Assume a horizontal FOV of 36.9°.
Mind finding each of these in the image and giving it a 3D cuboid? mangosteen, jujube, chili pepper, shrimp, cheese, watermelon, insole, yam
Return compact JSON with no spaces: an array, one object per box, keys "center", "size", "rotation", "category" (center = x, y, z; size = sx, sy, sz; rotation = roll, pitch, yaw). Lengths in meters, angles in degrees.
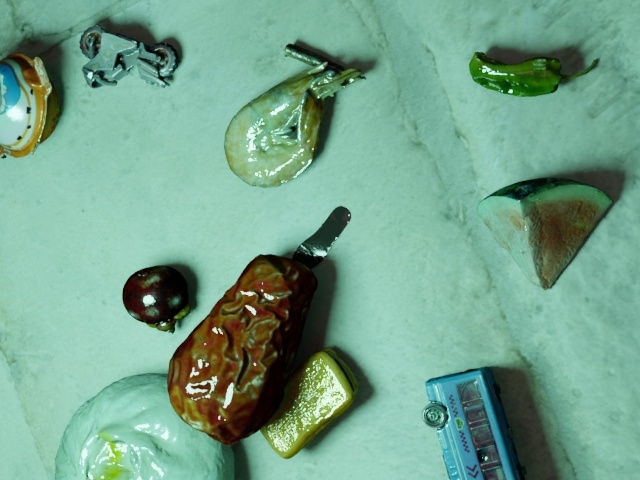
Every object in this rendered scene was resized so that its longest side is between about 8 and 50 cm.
[{"center":[-0.306,0.115,1.821],"size":[0.140,0.140,0.140],"rotation":[0,89,21],"category":"mangosteen"},{"center":[-0.130,0.180,1.684],"size":[0.216,0.216,0.342],"rotation":[27,75,19],"category":"jujube"},{"center":[0.347,-0.276,1.594],"size":[0.204,0.072,0.073],"rotation":[7,90,21],"category":"chili pepper"},{"center":[-0.045,-0.209,1.746],"size":[0.317,0.077,0.168],"rotation":[-29,86,25],"category":"shrimp"},{"center":[-0.637,-0.247,1.942],"size":[0.329,0.129,0.217],"rotation":[-33,72,36],"category":"cheese"},{"center":[0.375,-0.036,1.599],"size":[0.207,0.136,0.202],"rotation":[-4,129,-5],"category":"watermelon"},{"center":[0.000,0.000,1.761],"size":[0.053,0.002,0.153],"rotation":[41,103,16],"category":"insole"},{"center":[-0.005,-0.326,1.756],"size":[0.129,0.033,0.027],"rotation":[27,76,14],"category":"yam"}]

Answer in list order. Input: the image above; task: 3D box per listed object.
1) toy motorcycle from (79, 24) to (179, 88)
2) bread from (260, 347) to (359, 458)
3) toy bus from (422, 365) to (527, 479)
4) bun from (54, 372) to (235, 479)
[{"center":[-0.383,-0.344,1.871],"size":[0.215,0.080,0.123],"rotation":[17,95,16],"category":"toy motorcycle"},{"center":[-0.024,0.293,1.727],"size":[0.200,0.077,0.116],"rotation":[-44,76,17],"category":"bread"},{"center":[0.258,0.339,1.600],"size":[0.134,0.113,0.246],"rotation":[-18,81,14],"category":"toy bus"},{"center":[-0.341,0.423,1.776],"size":[0.361,0.211,0.362],"rotation":[-1,87,22],"category":"bun"}]
